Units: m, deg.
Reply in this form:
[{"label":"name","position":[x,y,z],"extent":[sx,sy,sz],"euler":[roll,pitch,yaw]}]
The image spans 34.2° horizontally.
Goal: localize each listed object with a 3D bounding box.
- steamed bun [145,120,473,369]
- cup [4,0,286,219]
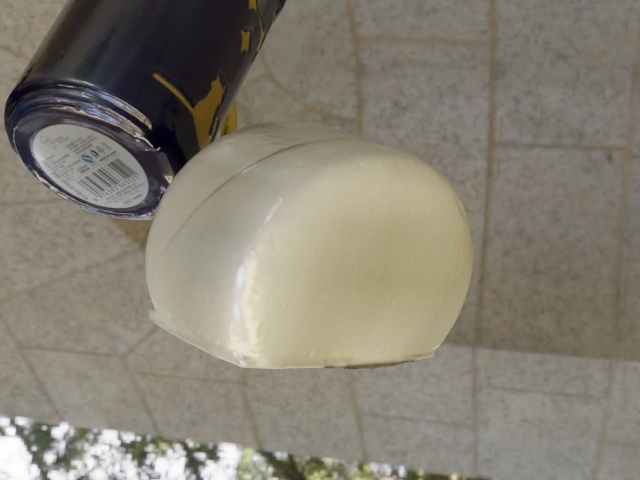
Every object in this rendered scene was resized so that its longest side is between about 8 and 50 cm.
[{"label":"steamed bun","position":[0.000,0.000,0.773],"extent":[0.241,0.146,0.164],"euler":[5,-79,-45]},{"label":"cup","position":[-0.125,-0.135,0.932],"extent":[0.255,0.178,0.256],"euler":[43,-130,-31]}]
